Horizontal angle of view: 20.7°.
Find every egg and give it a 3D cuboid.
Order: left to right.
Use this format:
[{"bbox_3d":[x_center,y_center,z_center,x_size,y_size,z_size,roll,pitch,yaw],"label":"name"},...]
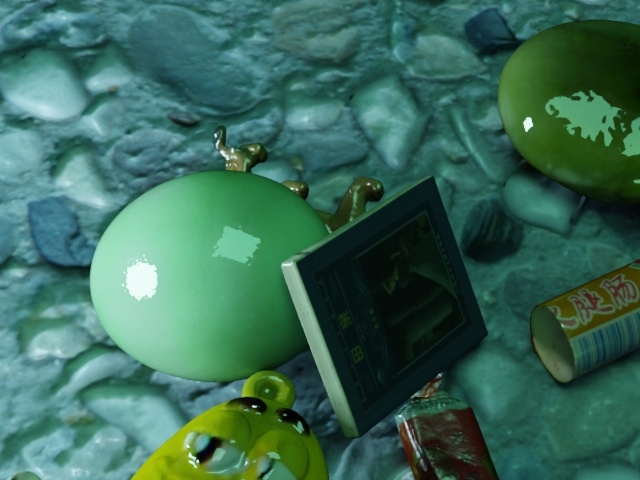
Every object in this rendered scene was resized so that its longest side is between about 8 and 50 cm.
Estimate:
[{"bbox_3d":[-0.112,0.037,1.822,0.269,0.220,0.220,-1,49,31],"label":"egg"}]

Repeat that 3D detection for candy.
[{"bbox_3d":[0.138,0.241,1.800,0.086,0.059,0.292,-11,57,-13],"label":"candy"}]

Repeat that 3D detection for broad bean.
[{"bbox_3d":[0.349,-0.150,2.061,0.291,0.119,0.238,31,67,20],"label":"broad bean"}]

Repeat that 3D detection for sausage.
[{"bbox_3d":[0.381,0.055,1.931,0.312,0.093,0.093,-23,59,-19],"label":"sausage"}]

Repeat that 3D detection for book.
[{"bbox_3d":[0.073,0.063,1.804,0.269,0.025,0.191,-31,104,-50],"label":"book"}]

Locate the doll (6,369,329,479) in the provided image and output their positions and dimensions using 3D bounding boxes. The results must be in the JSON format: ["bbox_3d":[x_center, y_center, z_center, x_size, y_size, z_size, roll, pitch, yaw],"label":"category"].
[{"bbox_3d":[-0.138,0.340,1.655,0.348,0.161,0.423,-12,64,-9],"label":"doll"}]

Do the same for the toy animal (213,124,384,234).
[{"bbox_3d":[0.000,0.000,1.945,0.312,0.097,0.157,19,61,11],"label":"toy animal"}]
